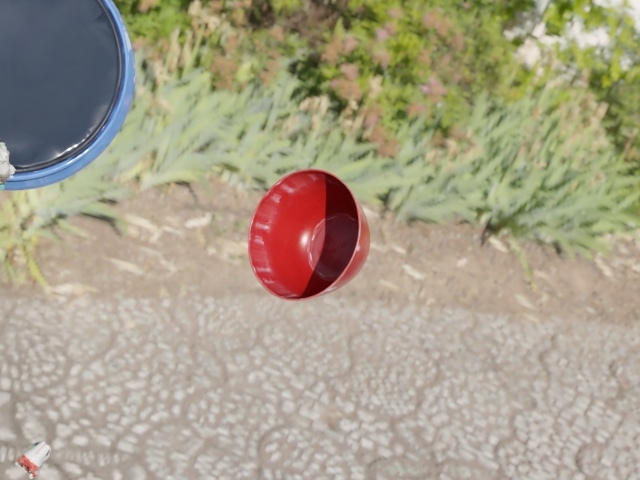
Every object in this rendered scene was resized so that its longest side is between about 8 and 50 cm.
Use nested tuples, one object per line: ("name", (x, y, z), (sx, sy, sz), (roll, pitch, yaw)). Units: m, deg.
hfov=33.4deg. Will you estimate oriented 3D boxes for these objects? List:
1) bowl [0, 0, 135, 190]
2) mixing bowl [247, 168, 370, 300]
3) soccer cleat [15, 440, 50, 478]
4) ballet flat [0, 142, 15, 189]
("bowl", (-0.484, -0.273, 1.659), (0.391, 0.391, 0.077), (16, -4, -13))
("mixing bowl", (0.000, 0.000, 1.465), (0.181, 0.181, 0.098), (37, 10, 33))
("soccer cleat", (-0.297, 0.226, 1.111), (0.029, 0.083, 0.035), (43, 68, -1))
("ballet flat", (-0.528, -0.073, 1.224), (0.408, 0.147, 0.147), (-16, 12, 22))
